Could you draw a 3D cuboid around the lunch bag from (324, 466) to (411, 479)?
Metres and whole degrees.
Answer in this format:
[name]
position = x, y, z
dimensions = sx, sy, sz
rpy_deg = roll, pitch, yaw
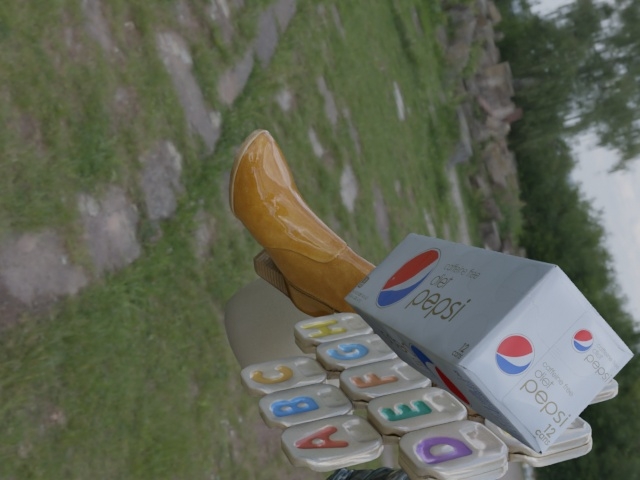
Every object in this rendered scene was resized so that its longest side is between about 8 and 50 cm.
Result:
[lunch bag]
position = 0.012, 0.389, 0.852
dimensions = 0.305, 0.256, 0.212
rpy_deg = -40, 93, -30

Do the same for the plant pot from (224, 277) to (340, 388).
[plant pot]
position = 0.009, 0.146, 1.380
dimensions = 0.284, 0.191, 0.284
rpy_deg = 42, 23, -22

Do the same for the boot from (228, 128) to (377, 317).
[boot]
position = -0.001, 0.001, 1.073
dimensions = 0.104, 0.211, 0.295
rpy_deg = -48, 151, -29

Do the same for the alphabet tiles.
[alphabet tiles]
position = 0.085, 0.112, 0.689
dimensions = 0.284, 0.278, 0.021
rpy_deg = -142, -134, -64

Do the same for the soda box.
[soda box]
position = 0.087, 0.050, 0.510
dimensions = 0.069, 0.074, 0.216
rpy_deg = 47, -6, -13
